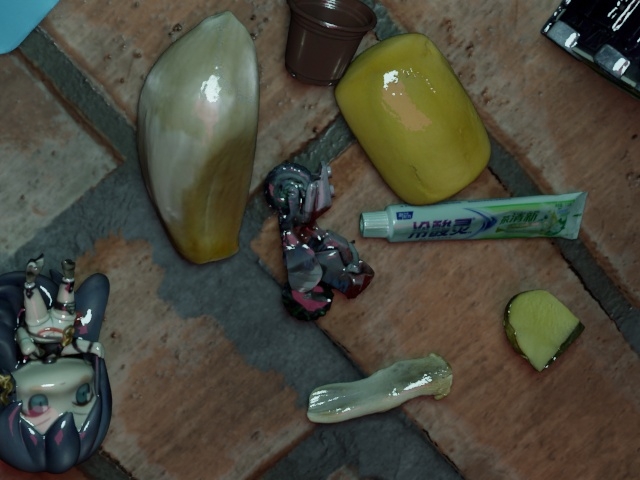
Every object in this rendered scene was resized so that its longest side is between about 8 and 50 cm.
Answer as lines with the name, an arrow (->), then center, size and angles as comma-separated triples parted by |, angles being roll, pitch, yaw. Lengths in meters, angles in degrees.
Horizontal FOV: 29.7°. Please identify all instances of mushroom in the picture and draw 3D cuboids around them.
mushroom -> 0.079, 0.203, 1.615 | 0.202, 0.059, 0.054 | -17, 149, -1

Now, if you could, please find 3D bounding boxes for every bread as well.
bread -> 0.117, -0.142, 1.469 | 0.147, 0.098, 0.217 | -34, 110, 9

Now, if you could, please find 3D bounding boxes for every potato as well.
potato -> 0.281, 0.108, 1.603 | 0.096, 0.066, 0.103 | -41, 103, -18

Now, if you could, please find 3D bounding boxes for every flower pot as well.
flower pot -> 0.003, -0.235, 1.419 | 0.111, 0.111, 0.089 | 10, 122, -12

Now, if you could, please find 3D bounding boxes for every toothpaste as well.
toothpaste -> 0.198, -0.026, 1.551 | 0.297, 0.048, 0.074 | -2, 123, -9

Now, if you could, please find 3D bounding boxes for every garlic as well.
garlic -> -0.147, -0.112, 1.445 | 0.143, 0.112, 0.318 | -1, 121, -11

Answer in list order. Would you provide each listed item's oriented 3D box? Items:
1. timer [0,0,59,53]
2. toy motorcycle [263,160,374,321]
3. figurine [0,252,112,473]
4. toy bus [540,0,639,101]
timer -> -0.367, -0.361, 1.339 | 0.250, 0.091, 0.232 | -40, 112, 20
toy motorcycle -> 0.000, 0.000, 1.509 | 0.122, 0.082, 0.213 | -11, 113, -3
figurine -> -0.336, 0.147, 1.456 | 0.175, 0.197, 0.265 | 5, 89, -10
toy bus -> 0.395, -0.219, 1.371 | 0.179, 0.305, 0.143 | 34, 101, -21
